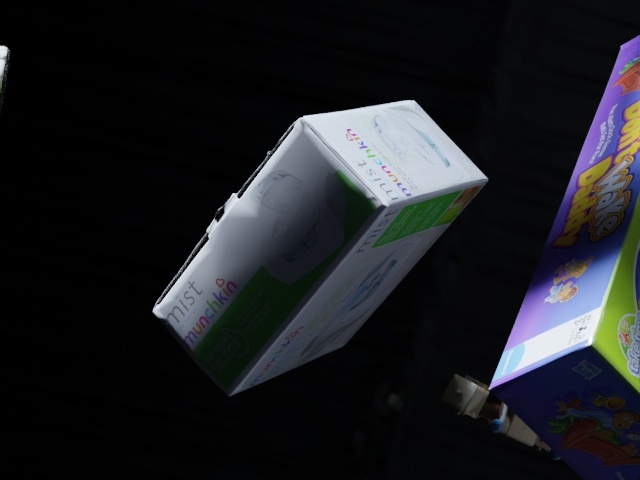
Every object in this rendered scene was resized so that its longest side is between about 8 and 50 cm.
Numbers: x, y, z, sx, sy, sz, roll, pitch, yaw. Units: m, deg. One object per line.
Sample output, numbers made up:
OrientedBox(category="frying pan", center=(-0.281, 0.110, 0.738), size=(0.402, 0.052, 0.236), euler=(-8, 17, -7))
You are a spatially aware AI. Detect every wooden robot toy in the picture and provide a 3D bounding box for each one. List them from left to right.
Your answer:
OrientedBox(category="wooden robot toy", center=(0.179, 0.141, 1.414), size=(0.076, 0.173, 0.079), euler=(26, 88, 51))

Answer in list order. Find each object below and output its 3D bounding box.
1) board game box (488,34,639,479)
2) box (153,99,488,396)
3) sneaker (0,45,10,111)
OrientedBox(category="board game box", center=(0.255, 0.036, 0.966), size=(0.078, 0.233, 0.347), euler=(-31, 22, 42))
OrientedBox(category="box", center=(0.000, 0.000, 1.488), size=(0.262, 0.127, 0.231), euler=(-50, -16, 25))
OrientedBox(category="sneaker", center=(-0.320, -0.113, 1.235), size=(0.279, 0.118, 0.107), euler=(-130, 53, -75))
